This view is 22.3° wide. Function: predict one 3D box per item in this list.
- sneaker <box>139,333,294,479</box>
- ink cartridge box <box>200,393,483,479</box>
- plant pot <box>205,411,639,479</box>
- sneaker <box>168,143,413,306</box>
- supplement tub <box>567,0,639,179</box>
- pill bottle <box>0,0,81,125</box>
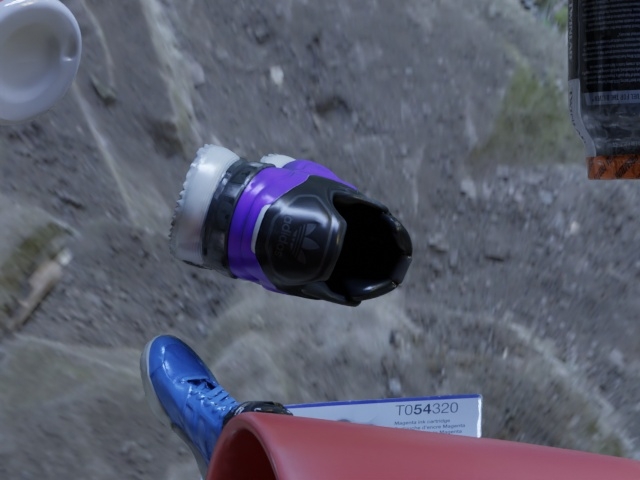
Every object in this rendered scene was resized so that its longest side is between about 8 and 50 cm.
[{"bbox_3d":[-0.059,0.113,1.060,0.058,0.084,0.152,-8,62,-42],"label":"sneaker"},{"bbox_3d":[0.020,0.329,1.747,0.324,0.071,0.330,-5,50,15],"label":"ink cartridge box"},{"bbox_3d":[0.075,0.226,0.908,0.243,0.275,0.275,-1,77,-15],"label":"plant pot"},{"bbox_3d":[0.000,0.001,1.185,0.146,0.293,0.102,17,95,13],"label":"sneaker"},{"bbox_3d":[0.362,-0.222,1.745,0.193,0.193,0.316,0,91,4],"label":"supplement tub"},{"bbox_3d":[-0.424,-0.262,1.910,0.283,0.161,0.161,34,81,37],"label":"pill bottle"}]
